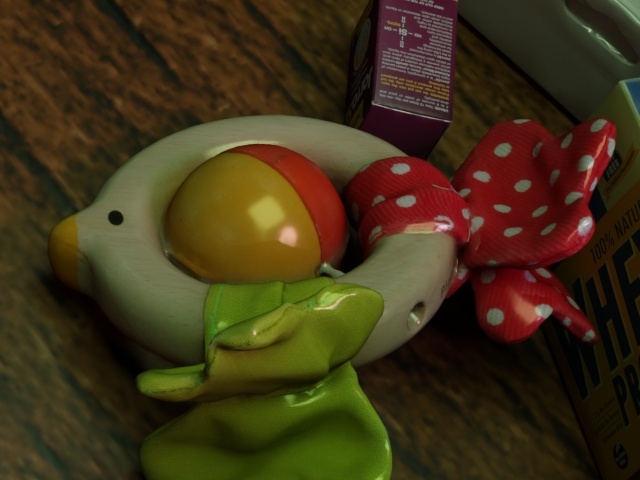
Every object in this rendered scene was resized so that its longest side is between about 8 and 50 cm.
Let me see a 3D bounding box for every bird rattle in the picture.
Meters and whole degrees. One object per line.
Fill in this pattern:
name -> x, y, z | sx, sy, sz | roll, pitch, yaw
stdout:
bird rattle -> 0.000, 0.000, 0.792 | 0.207, 0.143, 0.253 | 30, 55, 28

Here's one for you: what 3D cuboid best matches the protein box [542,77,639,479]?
protein box -> 0.229, 0.034, 0.856 | 0.199, 0.136, 0.201 | -8, 65, -25

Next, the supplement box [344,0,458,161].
supplement box -> 0.040, -0.082, 0.902 | 0.043, 0.055, 0.083 | 13, 57, -12

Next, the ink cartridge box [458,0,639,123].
ink cartridge box -> 0.198, -0.156, 0.981 | 0.160, 0.092, 0.219 | 43, 56, 7
